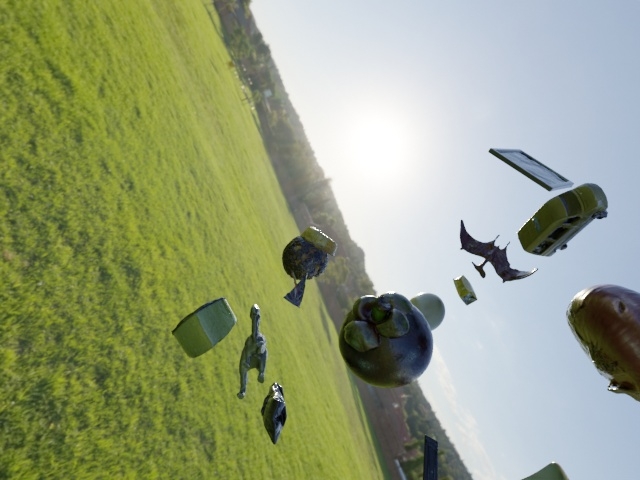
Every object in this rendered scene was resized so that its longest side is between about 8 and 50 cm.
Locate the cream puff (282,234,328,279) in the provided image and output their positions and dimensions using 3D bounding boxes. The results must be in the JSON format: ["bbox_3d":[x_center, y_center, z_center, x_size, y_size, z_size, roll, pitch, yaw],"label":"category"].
[{"bbox_3d":[-0.071,0.094,2.054,0.165,0.239,0.239,43,-16,48],"label":"cream puff"}]

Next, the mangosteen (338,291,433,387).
[{"bbox_3d":[0.208,0.302,1.278,0.300,0.300,0.300,-24,90,-88],"label":"mangosteen"}]

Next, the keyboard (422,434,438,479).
[{"bbox_3d":[0.343,0.721,1.288,0.061,0.013,0.204,36,43,-17],"label":"keyboard"}]

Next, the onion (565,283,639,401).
[{"bbox_3d":[0.863,0.259,1.118,0.347,0.285,0.347,58,7,-11],"label":"onion"}]

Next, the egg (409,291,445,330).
[{"bbox_3d":[0.507,0.357,2.024,0.186,0.242,0.186,25,-50,34],"label":"egg"}]

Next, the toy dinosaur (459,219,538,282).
[{"bbox_3d":[0.726,0.042,1.755,0.113,0.207,0.327,78,-10,-65],"label":"toy dinosaur"}]

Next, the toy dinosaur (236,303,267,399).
[{"bbox_3d":[-0.186,0.318,1.175,0.162,0.077,0.294,-90,-166,-57],"label":"toy dinosaur"}]

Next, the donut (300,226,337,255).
[{"bbox_3d":[0.000,0.000,1.703,0.162,0.065,0.178,31,0,-22],"label":"donut"}]

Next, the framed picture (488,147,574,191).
[{"bbox_3d":[0.735,-0.250,1.428,0.324,0.020,0.240,-11,48,-47],"label":"framed picture"}]

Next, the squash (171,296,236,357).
[{"bbox_3d":[-0.386,0.300,1.420,0.133,0.220,0.220,51,1,4],"label":"squash"}]

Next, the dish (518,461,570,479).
[{"bbox_3d":[0.344,0.479,0.720,0.077,0.212,0.151,67,12,15],"label":"dish"}]

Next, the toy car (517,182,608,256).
[{"bbox_3d":[0.696,-0.059,1.202,0.256,0.124,0.101,109,-17,-52],"label":"toy car"}]

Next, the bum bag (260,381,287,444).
[{"bbox_3d":[-0.167,0.609,1.476,0.340,0.095,0.144,135,-38,-79],"label":"bum bag"}]

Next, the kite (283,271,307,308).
[{"bbox_3d":[-0.089,0.183,1.525,0.190,0.010,0.159,-43,133,-56],"label":"kite"}]

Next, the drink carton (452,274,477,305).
[{"bbox_3d":[0.707,0.230,2.035,0.084,0.074,0.200,45,23,-19],"label":"drink carton"}]
